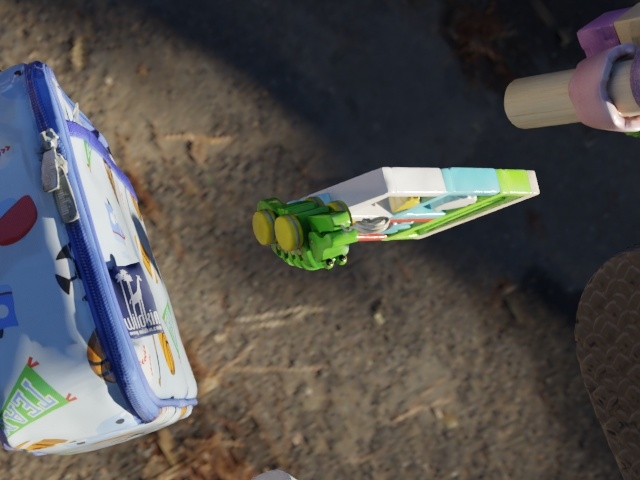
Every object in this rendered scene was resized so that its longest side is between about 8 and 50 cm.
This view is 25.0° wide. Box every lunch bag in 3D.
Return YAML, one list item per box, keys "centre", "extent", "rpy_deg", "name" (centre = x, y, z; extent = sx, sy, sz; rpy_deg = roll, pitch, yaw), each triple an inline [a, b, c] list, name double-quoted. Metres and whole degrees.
- centre: [-0.167, 0.013, 0.936]
  extent: [0.115, 0.303, 0.243]
  rpy_deg: [-17, 81, -3]
  name: "lunch bag"

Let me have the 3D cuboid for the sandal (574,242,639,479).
- centre: [0.150, 0.117, 0.429]
  extent: [0.054, 0.097, 0.254]
  rpy_deg: [-7, 77, -30]
  name: "sandal"

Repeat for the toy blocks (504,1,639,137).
- centre: [0.365, -0.094, 1.144]
  extent: [0.309, 0.260, 0.288]
  rpy_deg: [-40, 110, -30]
  name: "toy blocks"

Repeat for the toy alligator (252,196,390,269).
- centre: [0.000, 0.000, 1.116]
  extent: [0.056, 0.190, 0.051]
  rpy_deg: [-16, 104, -27]
  name: "toy alligator"

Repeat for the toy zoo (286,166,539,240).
- centre: [0.073, -0.037, 1.563]
  extent: [0.293, 0.192, 0.030]
  rpy_deg: [-2, 76, -43]
  name: "toy zoo"

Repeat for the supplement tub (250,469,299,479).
- centre: [0.029, 0.410, 1.514]
  extent: [0.325, 0.235, 0.235]
  rpy_deg: [38, 44, -18]
  name: "supplement tub"
